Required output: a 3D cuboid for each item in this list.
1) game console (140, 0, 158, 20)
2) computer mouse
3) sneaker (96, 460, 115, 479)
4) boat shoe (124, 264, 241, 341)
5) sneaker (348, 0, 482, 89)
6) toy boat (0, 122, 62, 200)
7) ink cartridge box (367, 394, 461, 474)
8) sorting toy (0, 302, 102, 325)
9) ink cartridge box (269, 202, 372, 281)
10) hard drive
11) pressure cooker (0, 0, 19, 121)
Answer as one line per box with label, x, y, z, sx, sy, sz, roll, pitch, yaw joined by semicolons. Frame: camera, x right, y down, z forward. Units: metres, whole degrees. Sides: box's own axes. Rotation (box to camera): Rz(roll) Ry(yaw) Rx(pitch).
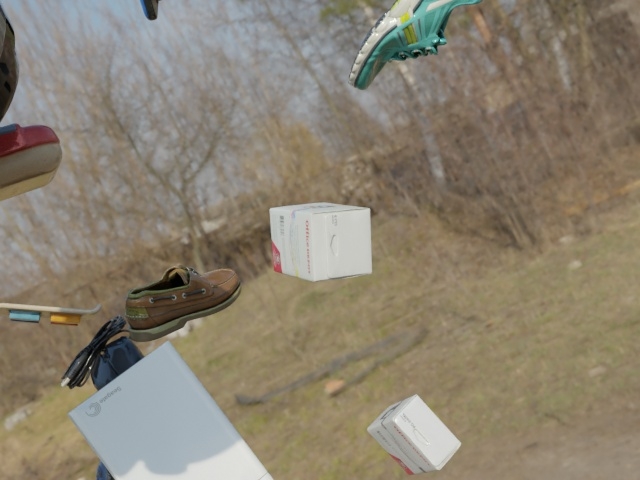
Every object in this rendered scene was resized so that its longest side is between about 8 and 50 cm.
game console;-0.318;-0.645;1.936;0.173;0.293;0.250;-13;32;-1
computer mouse;-0.415;0.270;1.882;0.272;0.072;0.188;31;79;39
sneaker;-0.469;0.581;2.104;0.087;0.083;0.221;-57;29;29
boat shoe;-0.272;0.104;1.906;0.110;0.104;0.307;2;19;33
sneaker;0.146;-0.334;1.496;0.275;0.110;0.107;-43;9;32
toy boat;-0.447;-0.135;1.263;0.151;0.151;0.231;-22;2;-22
ink cartridge box;0.152;0.322;1.524;0.063;0.109;0.150;-41;-4;-22
sorting toy;-0.547;0.150;1.848;0.208;0.038;0.193;1;-9;-17
ink cartridge box;0.000;0.000;1.744;0.127;0.128;0.176;-7;9;-27
hard drive;-0.278;0.399;1.761;0.233;0.353;0.047;-36;-4;-22
pressure cooker;-0.517;-0.216;0.928;0.370;0.375;0.420;-19;-38;-2
